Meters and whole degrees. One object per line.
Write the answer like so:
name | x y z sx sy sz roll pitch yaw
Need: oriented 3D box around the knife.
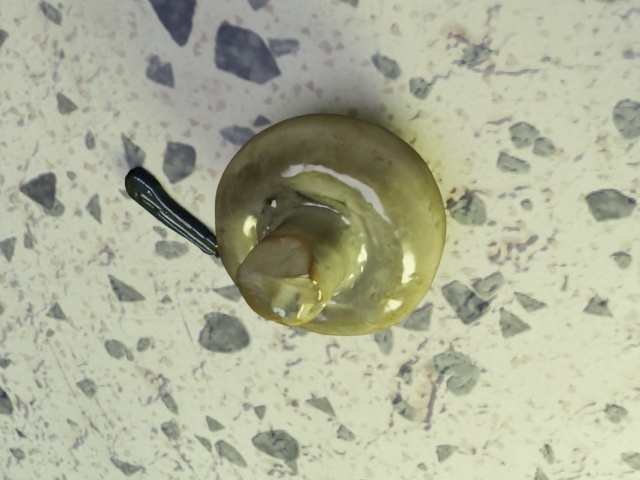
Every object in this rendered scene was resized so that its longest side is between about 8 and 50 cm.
knife | -0.140 -0.025 1.153 0.121 0.018 0.031 37 126 -2

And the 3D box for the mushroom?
mushroom | 0.000 0.000 1.000 0.204 0.204 0.204 10 120 18
